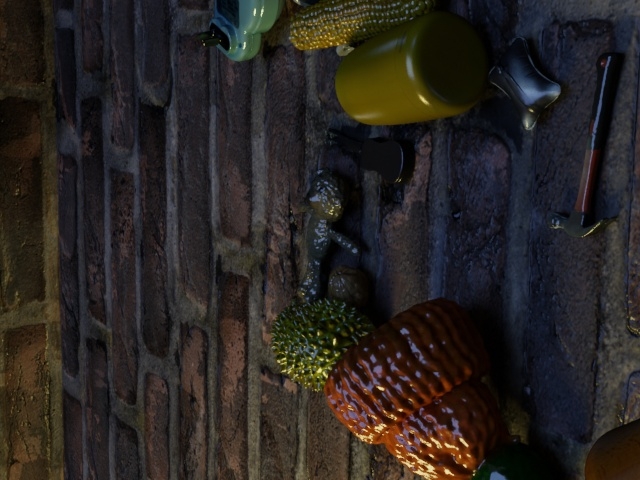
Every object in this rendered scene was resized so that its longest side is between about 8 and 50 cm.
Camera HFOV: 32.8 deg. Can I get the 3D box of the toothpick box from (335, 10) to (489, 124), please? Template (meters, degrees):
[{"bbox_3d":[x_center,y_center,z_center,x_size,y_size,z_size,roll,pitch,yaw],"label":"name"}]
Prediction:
[{"bbox_3d":[0.146,-0.286,1.888,0.271,0.175,0.175,-5,91,58],"label":"toothpick box"}]

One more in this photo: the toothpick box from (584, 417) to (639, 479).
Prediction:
[{"bbox_3d":[0.494,0.280,1.482,0.192,0.192,0.294,63,146,26],"label":"toothpick box"}]

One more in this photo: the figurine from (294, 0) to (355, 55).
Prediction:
[{"bbox_3d":[-0.005,-0.486,2.086,0.140,0.193,0.265,-39,82,20],"label":"figurine"}]

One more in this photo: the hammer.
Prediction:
[{"bbox_3d":[0.414,-0.142,1.651,0.111,0.033,0.287,26,116,51],"label":"hammer"}]

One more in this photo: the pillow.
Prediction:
[{"bbox_3d":[0.326,-0.253,1.742,0.091,0.055,0.135,-39,62,14],"label":"pillow"}]

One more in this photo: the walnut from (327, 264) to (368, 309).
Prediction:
[{"bbox_3d":[0.057,0.094,2.146,0.096,0.082,0.079,57,-178,-35],"label":"walnut"}]

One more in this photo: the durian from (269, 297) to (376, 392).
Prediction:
[{"bbox_3d":[0.009,0.212,2.144,0.237,0.200,0.176,6,72,44],"label":"durian"}]

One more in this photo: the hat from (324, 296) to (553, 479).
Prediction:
[{"bbox_3d":[0.215,0.313,1.858,0.400,0.285,0.285,54,139,7],"label":"hat"}]

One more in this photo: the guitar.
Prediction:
[{"bbox_3d":[0.082,-0.177,2.106,0.271,0.038,0.083,26,114,50],"label":"guitar"}]

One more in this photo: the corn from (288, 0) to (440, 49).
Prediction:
[{"bbox_3d":[0.089,-0.409,1.950,0.310,0.101,0.101,-10,87,31],"label":"corn"}]

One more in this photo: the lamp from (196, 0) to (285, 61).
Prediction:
[{"bbox_3d":[-0.160,-0.515,2.297,0.209,0.147,0.284,48,123,42],"label":"lamp"}]

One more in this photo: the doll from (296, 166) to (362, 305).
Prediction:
[{"bbox_3d":[-0.005,-0.012,2.227,0.286,0.091,0.202,119,143,-52],"label":"doll"}]
